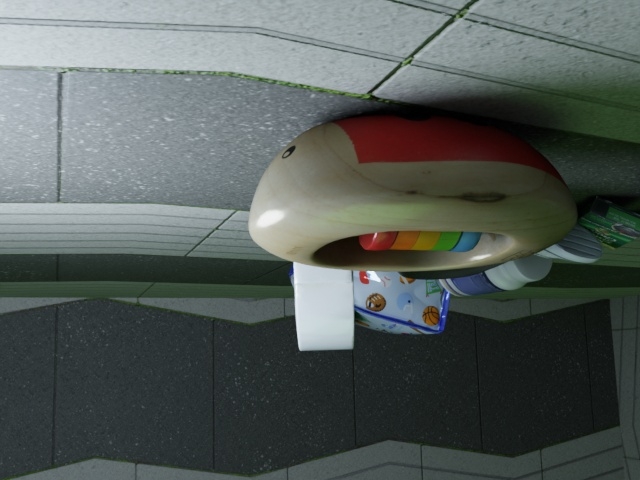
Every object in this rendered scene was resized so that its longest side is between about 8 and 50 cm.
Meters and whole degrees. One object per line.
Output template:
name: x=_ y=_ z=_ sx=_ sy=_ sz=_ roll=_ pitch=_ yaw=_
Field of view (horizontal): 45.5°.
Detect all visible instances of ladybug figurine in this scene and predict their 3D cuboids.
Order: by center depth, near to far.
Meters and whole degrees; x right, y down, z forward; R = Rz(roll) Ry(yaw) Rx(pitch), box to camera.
ladybug figurine: x=0.127 y=-0.061 z=1.002 sx=0.450 sy=0.161 sz=0.305 roll=2 pitch=163 yaw=-20

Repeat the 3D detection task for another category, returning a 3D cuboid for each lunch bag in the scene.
lunch bag: x=0.118 y=0.124 z=2.023 sx=0.386 sy=0.238 sz=0.328 roll=16 pitch=169 yaw=-8

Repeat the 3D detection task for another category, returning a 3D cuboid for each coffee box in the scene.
coffee box: x=0.576 y=-0.032 z=1.540 sx=0.113 sy=0.040 sz=0.184 roll=25 pitch=174 yaw=7

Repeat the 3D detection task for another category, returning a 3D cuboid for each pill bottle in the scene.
pill bottle: x=0.402 y=0.046 z=1.783 sx=0.153 sy=0.153 sz=0.265 roll=3 pitch=170 yaw=-28

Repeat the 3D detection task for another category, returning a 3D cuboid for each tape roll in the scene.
tape roll: x=0.006 y=0.057 z=1.377 sx=0.100 sy=0.286 sz=0.286 roll=-1 pitch=171 yaw=0

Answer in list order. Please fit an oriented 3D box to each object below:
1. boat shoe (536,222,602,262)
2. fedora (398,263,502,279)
boat shoe: x=0.459 y=-0.007 z=1.566 sx=0.226 sy=0.083 sz=0.075 roll=23 pitch=152 yaw=1
fedora: x=0.258 y=-0.022 z=1.421 sx=0.244 sy=0.124 sz=0.275 roll=-2 pitch=163 yaw=-11
